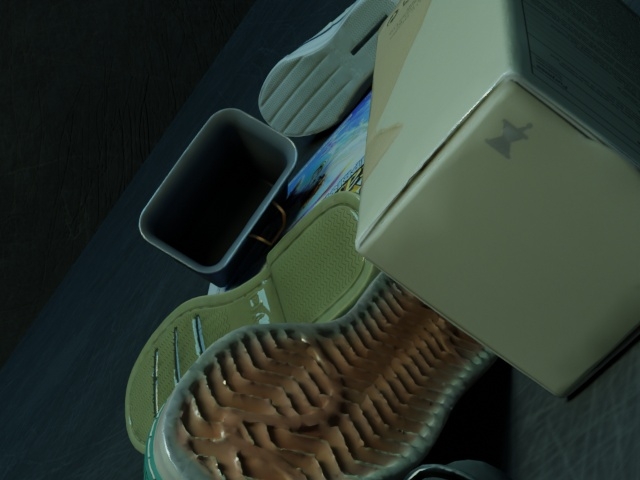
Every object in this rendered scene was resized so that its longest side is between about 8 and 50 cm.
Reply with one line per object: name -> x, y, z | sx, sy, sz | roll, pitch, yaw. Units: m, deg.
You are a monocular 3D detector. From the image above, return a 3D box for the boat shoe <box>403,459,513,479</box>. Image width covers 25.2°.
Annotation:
boat shoe -> 0.045, 0.143, 0.553 | 0.113, 0.127, 0.340 | -67, 7, -32

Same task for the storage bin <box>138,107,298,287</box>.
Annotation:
storage bin -> -0.074, -0.024, 1.194 | 0.135, 0.098, 0.091 | -57, -14, -14

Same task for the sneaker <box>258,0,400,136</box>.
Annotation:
sneaker -> 0.034, -0.196, 1.535 | 0.258, 0.094, 0.091 | -33, 6, 44

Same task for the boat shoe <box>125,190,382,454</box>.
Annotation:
boat shoe -> -0.022, 0.075, 0.981 | 0.302, 0.103, 0.113 | -35, 55, 40

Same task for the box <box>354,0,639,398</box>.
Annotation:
box -> 0.115, -0.068, 0.806 | 0.121, 0.148, 0.311 | -48, 13, 24

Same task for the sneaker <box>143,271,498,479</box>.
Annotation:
sneaker -> -0.001, 0.105, 0.734 | 0.121, 0.108, 0.302 | -58, -17, 25

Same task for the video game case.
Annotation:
video game case -> 0.000, 0.000, 1.187 | 0.269, 0.061, 0.244 | -48, 16, 20
